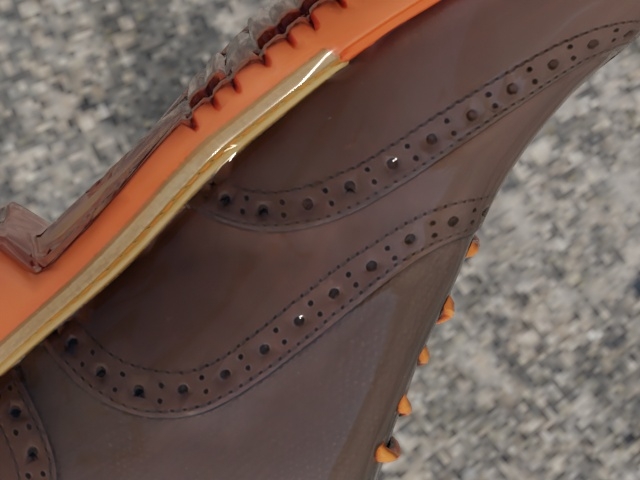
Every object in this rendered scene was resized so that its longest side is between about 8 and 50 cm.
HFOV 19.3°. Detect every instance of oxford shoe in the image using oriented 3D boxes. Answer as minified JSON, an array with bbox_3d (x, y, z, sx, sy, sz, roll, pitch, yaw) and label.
[{"bbox_3d":[0.000,0.000,0.424,0.271,0.097,0.098,-36,98,10],"label":"oxford shoe"}]
